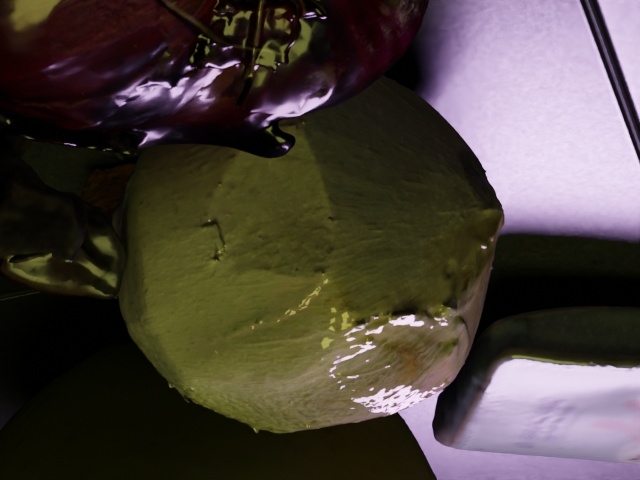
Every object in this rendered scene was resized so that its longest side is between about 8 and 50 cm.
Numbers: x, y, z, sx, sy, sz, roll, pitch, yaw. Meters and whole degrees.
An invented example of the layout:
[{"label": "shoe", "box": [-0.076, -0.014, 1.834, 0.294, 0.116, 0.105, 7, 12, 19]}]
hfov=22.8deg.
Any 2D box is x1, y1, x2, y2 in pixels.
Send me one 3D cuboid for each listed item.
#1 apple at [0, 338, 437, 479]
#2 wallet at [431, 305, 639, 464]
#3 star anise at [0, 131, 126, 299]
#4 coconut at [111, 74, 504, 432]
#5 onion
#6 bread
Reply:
[{"label": "apple", "box": [-0.091, 0.291, 1.231, 0.474, 0.473, 0.473, 1, 146, 0]}, {"label": "wallet", "box": [0.285, 0.121, 1.276, 0.360, 0.083, 0.252, 4, 152, -5]}, {"label": "star anise", "box": [-0.223, -0.061, 0.928, 0.129, 0.283, 0.212, -45, 136, -11]}, {"label": "coconut", "box": [0.000, 0.002, 0.979, 0.230, 0.227, 0.227, -21, 141, 31]}, {"label": "onion", "box": [-0.077, -0.150, 0.759, 0.281, 0.221, 0.281, 6, 177, 0]}, {"label": "bread", "box": [-0.121, -0.005, 1.095, 0.077, 0.070, 0.083, -2, 148, 21]}]
